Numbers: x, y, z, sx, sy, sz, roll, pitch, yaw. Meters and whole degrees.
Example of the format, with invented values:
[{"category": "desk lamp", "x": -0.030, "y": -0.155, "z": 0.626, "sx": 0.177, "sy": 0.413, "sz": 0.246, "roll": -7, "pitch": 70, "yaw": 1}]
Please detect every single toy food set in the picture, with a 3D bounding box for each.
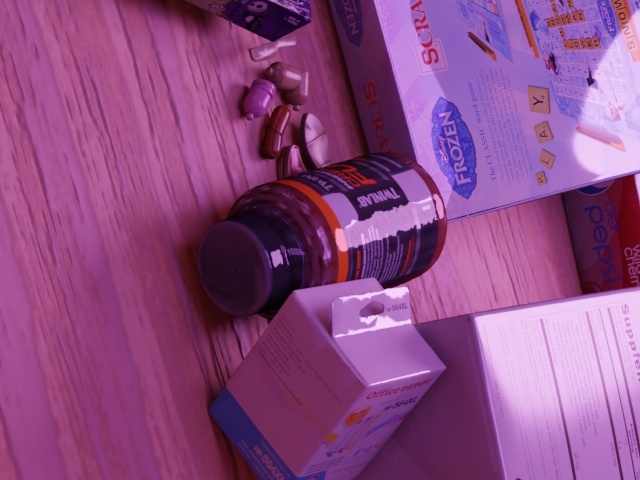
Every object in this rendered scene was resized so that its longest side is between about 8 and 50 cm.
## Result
[{"category": "toy food set", "x": -0.029, "y": -0.093, "z": 1.379, "sx": 0.078, "sy": 0.019, "sz": 0.122, "roll": -24, "pitch": 105, "yaw": -49}]

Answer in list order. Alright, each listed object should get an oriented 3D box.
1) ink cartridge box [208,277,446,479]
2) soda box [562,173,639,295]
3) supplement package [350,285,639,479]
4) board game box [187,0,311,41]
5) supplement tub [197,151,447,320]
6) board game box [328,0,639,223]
[{"category": "ink cartridge box", "x": 0.008, "y": 0.097, "z": 1.249, "sx": 0.092, "sy": 0.143, "sz": 0.090, "roll": -10, "pitch": 53, "yaw": -48}, {"category": "soda box", "x": 0.285, "y": -0.034, "z": 1.664, "sx": 0.092, "sy": 0.083, "sz": 0.263, "roll": -7, "pitch": 83, "yaw": -49}, {"category": "supplement package", "x": 0.151, "y": 0.140, "z": 1.389, "sx": 0.293, "sy": 0.177, "sz": 0.175, "roll": -5, "pitch": 82, "yaw": -49}, {"category": "board game box", "x": -0.140, "y": -0.291, "z": 1.261, "sx": 0.347, "sy": 0.056, "sz": 0.208, "roll": 20, "pitch": 53, "yaw": -47}, {"category": "supplement tub", "x": 0.000, "y": 0.000, "z": 1.316, "sx": 0.198, "sy": 0.106, "sz": 0.106, "roll": -19, "pitch": 93, "yaw": -50}, {"category": "board game box", "x": 0.159, "y": -0.190, "z": 1.518, "sx": 0.318, "sy": 0.066, "sz": 0.319, "roll": -14, "pitch": 88, "yaw": -33}]
